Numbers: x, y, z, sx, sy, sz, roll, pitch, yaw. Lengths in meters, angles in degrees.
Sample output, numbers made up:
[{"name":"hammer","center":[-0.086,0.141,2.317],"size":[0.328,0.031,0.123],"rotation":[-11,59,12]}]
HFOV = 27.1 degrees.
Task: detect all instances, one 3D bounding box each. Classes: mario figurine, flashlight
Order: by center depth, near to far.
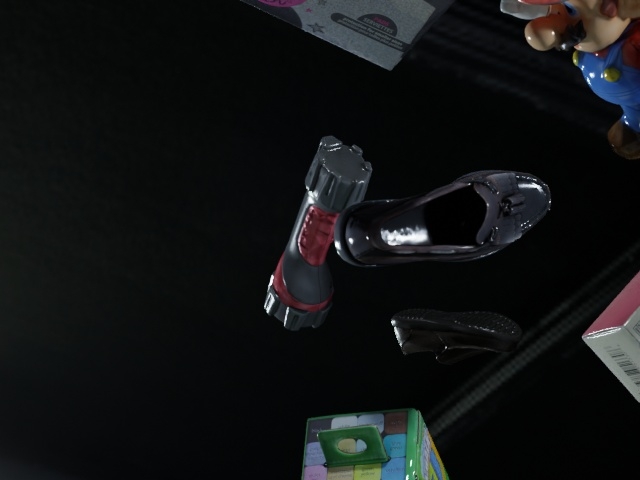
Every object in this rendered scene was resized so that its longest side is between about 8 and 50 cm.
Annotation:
[{"name":"mario figurine","center":[0.276,-0.182,1.344],"size":[0.198,0.170,0.320],"rotation":[-4,-43,39]},{"name":"flashlight","center":[0.000,0.000,1.909],"size":[0.103,0.103,0.304],"rotation":[19,-46,-3]}]

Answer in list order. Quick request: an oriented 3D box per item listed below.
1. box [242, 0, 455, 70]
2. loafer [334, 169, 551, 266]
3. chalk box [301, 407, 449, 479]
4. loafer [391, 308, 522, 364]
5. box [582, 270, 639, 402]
[{"name":"box","center":[0.015,-0.315,1.401],"size":[0.247,0.142,0.163],"rotation":[24,-37,-18]},{"name":"loafer","center":[0.168,-0.023,1.629],"size":[0.303,0.109,0.095],"rotation":[-12,3,-25]},{"name":"chalk box","center":[0.077,0.371,1.978],"size":[0.180,0.179,0.289],"rotation":[-8,-41,16]},{"name":"loafer","center":[0.217,0.155,2.089],"size":[0.220,0.080,0.078],"rotation":[5,-74,35]},{"name":"box","center":[0.539,0.115,2.021],"size":[0.148,0.232,0.127],"rotation":[48,-22,-4]}]
